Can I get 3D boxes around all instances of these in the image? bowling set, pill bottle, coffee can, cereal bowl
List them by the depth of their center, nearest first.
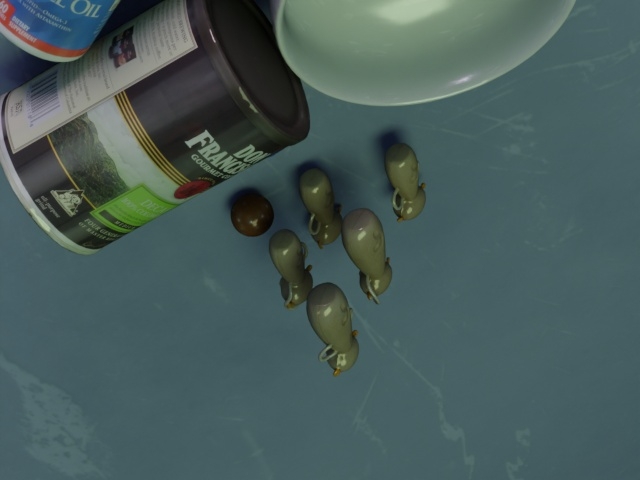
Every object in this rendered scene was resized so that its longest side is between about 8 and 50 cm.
[{"bbox_3d":[-0.236,-0.296,1.807,0.124,0.124,0.221,14,127,-36],"label":"pill bottle"},{"bbox_3d":[-0.179,-0.133,1.923,0.275,0.201,0.201,-28,141,19],"label":"coffee can"},{"bbox_3d":[0.101,-0.299,1.933,0.339,0.141,0.339,-11,146,-7],"label":"cereal bowl"},{"bbox_3d":[0.000,0.000,2.244,0.287,0.200,0.154,-59,154,-25],"label":"bowling set"}]

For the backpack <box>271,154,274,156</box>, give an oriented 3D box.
[{"bbox_3d":[-0.081,-0.149,2.068,0.101,0.098,0.120,-31,153,22],"label":"backpack"}]
